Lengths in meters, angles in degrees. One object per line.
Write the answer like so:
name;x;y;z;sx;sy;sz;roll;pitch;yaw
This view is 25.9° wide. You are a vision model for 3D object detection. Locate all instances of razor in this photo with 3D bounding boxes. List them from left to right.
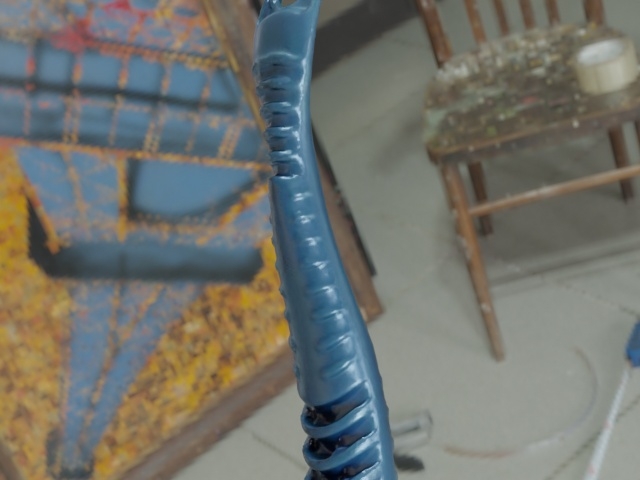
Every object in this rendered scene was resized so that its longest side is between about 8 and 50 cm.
razor;0.000;0.000;0.516;0.042;0.253;0.082;-5;-1;-39
